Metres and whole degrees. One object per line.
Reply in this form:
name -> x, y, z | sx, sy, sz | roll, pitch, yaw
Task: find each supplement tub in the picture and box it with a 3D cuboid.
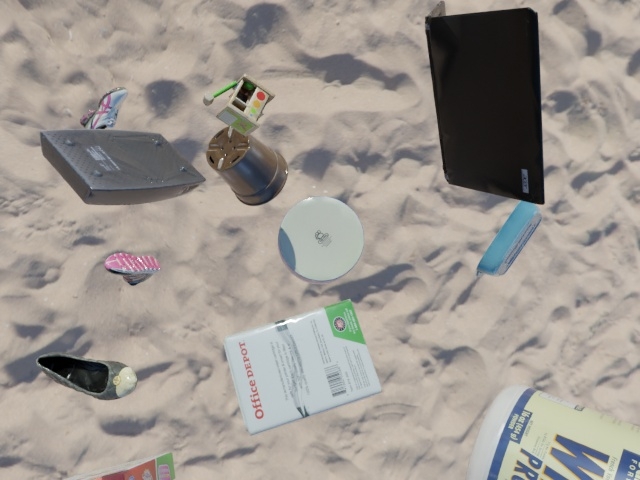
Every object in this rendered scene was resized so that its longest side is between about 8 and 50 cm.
supplement tub -> 0.406, 0.376, 0.783 | 0.235, 0.325, 0.235 | -24, 121, -48

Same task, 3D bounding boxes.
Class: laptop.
laptop -> 0.228, -0.205, 0.732 | 0.137, 0.264, 0.234 | -2, 118, 21

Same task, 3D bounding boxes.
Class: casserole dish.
casserole dish -> 0.366, 0.000, 1.012 | 0.188, 0.037, 0.114 | -59, 150, 11

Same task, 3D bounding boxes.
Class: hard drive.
hard drive -> -0.348, -0.133, 0.951 | 0.255, 0.172, 0.054 | -17, 146, -57

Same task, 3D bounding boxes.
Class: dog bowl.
dog bowl -> 0.000, 0.000, 1.638 | 0.265, 0.104, 0.265 | 1, 81, -4

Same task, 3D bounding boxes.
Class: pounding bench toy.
pounding bench toy -> -0.118, -0.203, 0.752 | 0.083, 0.052, 0.065 | 31, 71, -23

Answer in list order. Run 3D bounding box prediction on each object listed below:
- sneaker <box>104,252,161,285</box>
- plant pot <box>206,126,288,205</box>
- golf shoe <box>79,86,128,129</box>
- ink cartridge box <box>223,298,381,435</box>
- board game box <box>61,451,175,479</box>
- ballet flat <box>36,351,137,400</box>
sneaker -> -0.473, 0.077, 1.312 | 0.075, 0.170, 0.063 | -46, 73, 13
plant pot -> -0.192, -0.195, 1.342 | 0.167, 0.167, 0.165 | -56, 148, -4
golf shoe -> -0.643, -0.388, 1.615 | 0.186, 0.067, 0.086 | -39, 91, 17
ink cartridge box -> -0.031, 0.198, 0.828 | 0.208, 0.087, 0.153 | -14, 71, -10
board game box -> -0.476, 0.532, 1.134 | 0.242, 0.316, 0.064 | -13, 75, -2
ballet flat -> -0.344, 0.200, 0.778 | 0.049, 0.173, 0.057 | 47, 50, -61
